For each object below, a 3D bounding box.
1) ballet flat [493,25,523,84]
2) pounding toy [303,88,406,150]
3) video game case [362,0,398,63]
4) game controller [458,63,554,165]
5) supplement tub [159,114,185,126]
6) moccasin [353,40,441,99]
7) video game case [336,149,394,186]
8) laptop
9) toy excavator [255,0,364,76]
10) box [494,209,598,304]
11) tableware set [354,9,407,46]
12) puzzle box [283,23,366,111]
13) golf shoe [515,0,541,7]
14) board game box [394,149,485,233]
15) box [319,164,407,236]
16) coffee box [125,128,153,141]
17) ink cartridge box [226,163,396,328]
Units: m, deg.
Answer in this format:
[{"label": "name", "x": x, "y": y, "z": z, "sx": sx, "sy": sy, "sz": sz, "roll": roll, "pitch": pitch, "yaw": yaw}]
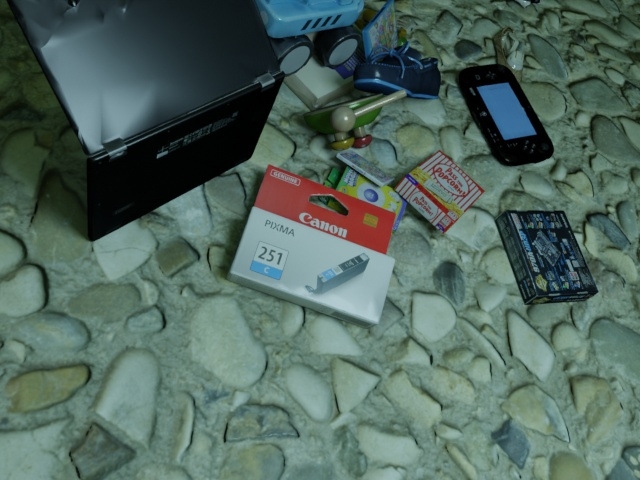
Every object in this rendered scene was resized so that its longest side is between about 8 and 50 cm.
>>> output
[{"label": "ballet flat", "x": 0.540, "y": -0.529, "z": 1.667, "sx": 0.073, "sy": 0.067, "sz": 0.206, "roll": 4, "pitch": 61, "yaw": -20}, {"label": "pounding toy", "x": 0.072, "y": -0.248, "z": 1.278, "sx": 0.183, "sy": 0.237, "sz": 0.110, "roll": -19, "pitch": 105, "yaw": -16}, {"label": "video game case", "x": 0.146, "y": -0.487, "z": 1.410, "sx": 0.015, "sy": 0.119, "sz": 0.166, "roll": 13, "pitch": 50, "yaw": 26}, {"label": "game controller", "x": 0.480, "y": -0.332, "z": 1.532, "sx": 0.166, "sy": 0.067, "sz": 0.319, "roll": -8, "pitch": 64, "yaw": -24}, {"label": "supplement tub", "x": -0.324, "y": -0.293, "z": 1.207, "sx": 0.071, "sy": 0.071, "sz": 0.107, "roll": -10, "pitch": 65, "yaw": -25}, {"label": "moccasin", "x": 0.176, "y": -0.396, "z": 1.362, "sx": 0.137, "sy": 0.117, "sz": 0.342, "roll": 12, "pitch": 15, "yaw": 28}, {"label": "video game case", "x": 0.100, "y": -0.160, "z": 1.288, "sx": 0.122, "sy": 0.011, "sz": 0.087, "roll": 35, "pitch": 25, "yaw": 12}, {"label": "laptop", "x": -0.282, "y": -0.262, "z": 0.996, "sx": 0.382, "sy": 0.408, "sz": 0.236, "roll": -34, "pitch": 78, "yaw": -32}, {"label": "toy excavator", "x": -0.058, "y": -0.558, "z": 1.156, "sx": 0.433, "sy": 0.445, "sz": 0.222, "roll": -24, "pitch": 71, "yaw": -35}, {"label": "box", "x": 0.516, "y": 0.034, "z": 1.342, "sx": 0.175, "sy": 0.051, "sz": 0.220, "roll": -2, "pitch": 62, "yaw": -21}, {"label": "tableware set", "x": 0.165, "y": -0.571, "z": 1.581, "sx": 0.154, "sy": 0.024, "sz": 0.104, "roll": 11, "pitch": 61, "yaw": -15}, {"label": "puzzle box", "x": -0.053, "y": -0.520, "z": 1.451, "sx": 0.272, "sy": 0.052, "sz": 0.409, "roll": -34, "pitch": 77, "yaw": -33}, {"label": "golf shoe", "x": 0.686, "y": -0.803, "z": 1.885, "sx": 0.198, "sy": 0.077, "sz": 0.094, "roll": -34, "pitch": 88, "yaw": -25}, {"label": "board game box", "x": 0.271, "y": -0.113, "z": 1.315, "sx": 0.147, "sy": 0.045, "sz": 0.193, "roll": 44, "pitch": 42, "yaw": 7}, {"label": "box", "x": 0.094, "y": -0.090, "z": 1.263, "sx": 0.179, "sy": 0.043, "sz": 0.105, "roll": 27, "pitch": 55, "yaw": -2}, {"label": "coffee box", "x": -0.372, "y": -0.295, "z": 1.083, "sx": 0.098, "sy": 0.246, "sz": 0.141, "roll": -27, "pitch": 74, "yaw": -30}, {"label": "ink cartridge box", "x": 0.000, "y": 0.000, "z": 1.135, "sx": 0.296, "sy": 0.066, "sz": 0.261, "roll": 20, "pitch": 68, "yaw": -9}]
